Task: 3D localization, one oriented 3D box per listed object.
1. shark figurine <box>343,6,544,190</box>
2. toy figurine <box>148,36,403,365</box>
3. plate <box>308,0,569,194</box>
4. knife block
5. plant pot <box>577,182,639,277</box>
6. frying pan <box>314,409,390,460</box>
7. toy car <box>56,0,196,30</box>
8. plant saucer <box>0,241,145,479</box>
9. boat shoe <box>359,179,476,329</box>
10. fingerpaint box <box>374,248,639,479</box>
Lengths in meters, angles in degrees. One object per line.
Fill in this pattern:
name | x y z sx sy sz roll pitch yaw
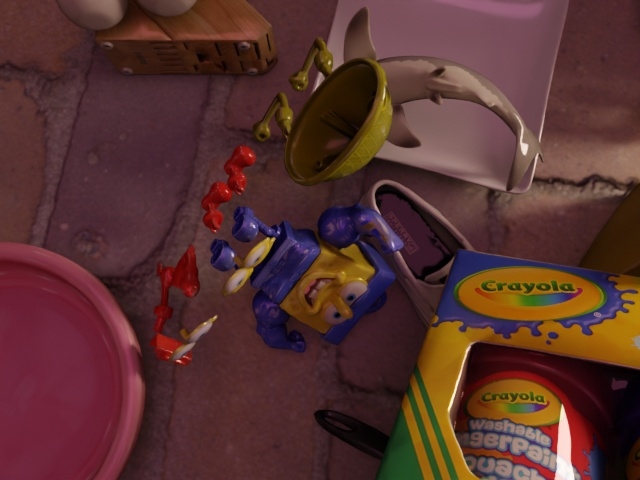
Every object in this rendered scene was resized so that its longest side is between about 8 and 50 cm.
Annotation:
shark figurine | 0.120 -0.164 0.653 0.279 0.116 0.166 10 114 11
toy figurine | 0.000 0.000 0.641 0.217 0.191 0.362 29 108 -30
plate | 0.141 -0.212 0.729 0.278 0.045 0.277 14 80 4
knife block | -0.191 -0.334 0.734 0.276 0.088 0.241 1 80 1
plant pot | 0.409 0.016 0.613 0.212 0.212 0.187 25 67 5
frying pan | 0.143 0.276 0.590 0.327 0.197 0.053 6 120 4
toy car | -0.216 -0.324 0.618 0.182 0.136 0.159 -11 79 -1
plant saucer | -0.351 0.169 0.645 0.333 0.084 0.331 0 80 0
boat shoe | 0.142 0.039 0.660 0.096 0.088 0.267 -34 81 -6
fingerpaint box | 0.272 0.202 0.404 0.445 0.163 0.371 10 40 21
